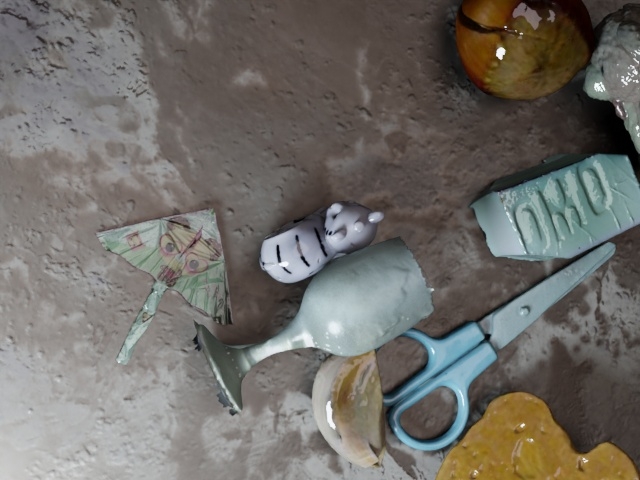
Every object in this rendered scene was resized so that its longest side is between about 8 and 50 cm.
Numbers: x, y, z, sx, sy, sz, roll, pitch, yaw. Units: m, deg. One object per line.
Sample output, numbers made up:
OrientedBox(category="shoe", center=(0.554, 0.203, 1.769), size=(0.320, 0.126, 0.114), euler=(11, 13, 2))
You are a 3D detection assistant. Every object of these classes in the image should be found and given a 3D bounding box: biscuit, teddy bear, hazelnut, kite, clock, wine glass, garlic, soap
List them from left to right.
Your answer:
OrientedBox(category="kite", center=(-0.220, 0.059, 1.508), size=(0.229, 0.012, 0.250), euler=(32, 83, -8))
OrientedBox(category="wine glass", center=(-0.007, 0.110, 1.461), size=(0.321, 0.143, 0.143), euler=(-24, 95, 0))
OrientedBox(category="clock", center=(0.000, -0.001, 1.508), size=(0.176, 0.117, 0.080), euler=(-26, 94, -12))
OrientedBox(category="garlic", center=(0.039, 0.233, 1.527), size=(0.101, 0.087, 0.195), euler=(-5, 95, 0))
OrientedBox(category="hazelnut", center=(0.285, -0.308, 1.561), size=(0.208, 0.208, 0.208), euler=(0, 90, -14))
OrientedBox(category="biscuit", center=(0.306, 0.402, 1.549), size=(0.312, 0.057, 0.351), euler=(13, 77, 16))
OrientedBox(category="soap", center=(0.354, -0.049, 1.612), size=(0.230, 0.091, 0.145), euler=(-25, 95, -14))
OrientedBox(category="teddy bear", center=(0.482, -0.210, 1.573), size=(0.151, 0.236, 0.267), euler=(-35, 101, 17))

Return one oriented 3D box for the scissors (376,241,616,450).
OrientedBox(category="scissors", center=(0.270, 0.129, 1.619), size=(0.447, 0.029, 0.192), euler=(-34, 96, -11))
